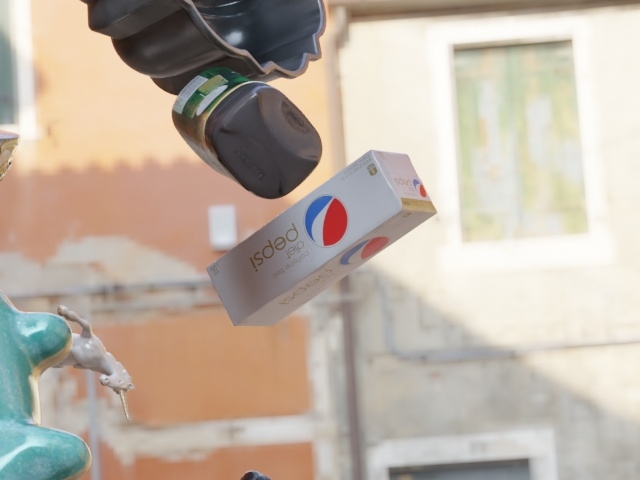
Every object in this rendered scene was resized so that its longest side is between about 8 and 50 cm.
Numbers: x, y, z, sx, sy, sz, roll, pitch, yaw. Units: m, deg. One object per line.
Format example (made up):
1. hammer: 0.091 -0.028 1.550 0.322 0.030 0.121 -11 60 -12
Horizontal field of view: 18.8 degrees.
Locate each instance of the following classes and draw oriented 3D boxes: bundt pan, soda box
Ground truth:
1. bundt pan: -0.139 -0.274 1.805 0.124 0.330 0.331 -26 -18 27
2. soda box: 0.000 0.000 1.830 0.216 0.069 0.074 -36 -19 25

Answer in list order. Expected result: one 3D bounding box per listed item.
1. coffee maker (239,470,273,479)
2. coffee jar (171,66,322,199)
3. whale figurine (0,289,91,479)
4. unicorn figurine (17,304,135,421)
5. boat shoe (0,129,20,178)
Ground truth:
1. coffee maker: -0.099 0.332 2.032 0.178 0.171 0.120 -51 5 -35
2. coffee jar: -0.062 -0.091 1.623 0.079 0.096 0.184 -44 18 -4
3. whale figurine: -0.283 0.112 1.450 0.216 0.141 0.272 -36 40 -16
4. unicorn figurine: -0.262 0.117 2.039 0.162 0.060 0.111 16 -25 50
5. boat shoe: -0.308 -0.074 1.776 0.050 0.045 0.135 10 14 4
